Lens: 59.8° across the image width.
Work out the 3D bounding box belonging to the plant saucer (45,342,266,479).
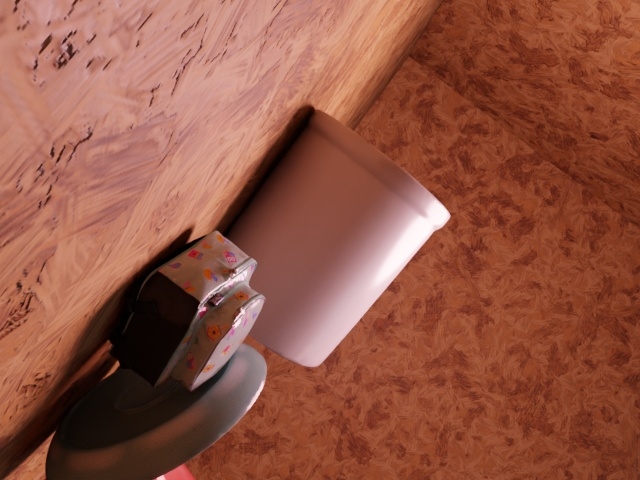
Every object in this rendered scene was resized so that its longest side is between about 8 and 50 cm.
[{"bbox_3d":[-0.230,0.219,0.771,0.317,0.044,0.317,-20,-164,6],"label":"plant saucer"}]

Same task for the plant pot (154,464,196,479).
[{"bbox_3d":[-0.467,0.632,1.432,0.274,0.243,0.275,-20,-166,5],"label":"plant pot"}]

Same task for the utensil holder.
[{"bbox_3d":[0.000,0.000,1.077,0.385,0.327,0.327,-51,-178,5],"label":"utensil holder"}]

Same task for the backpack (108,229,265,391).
[{"bbox_3d":[-0.156,0.085,0.719,0.166,0.144,0.188,-59,-178,33],"label":"backpack"}]
